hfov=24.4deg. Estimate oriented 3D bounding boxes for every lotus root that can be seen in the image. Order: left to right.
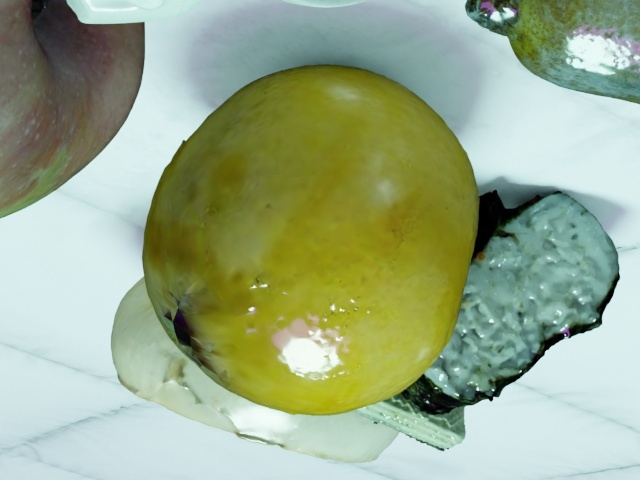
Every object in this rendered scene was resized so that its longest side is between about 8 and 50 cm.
[{"bbox_3d":[0.186,-0.133,0.934,0.192,0.088,0.113,12,163,-6],"label":"lotus root"}]

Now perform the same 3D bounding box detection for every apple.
[{"bbox_3d":[-0.241,-0.133,0.840,0.235,0.305,0.306,7,157,21],"label":"apple"}]

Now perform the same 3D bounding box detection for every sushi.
[{"bbox_3d":[0.142,0.048,1.249,0.147,0.212,0.115,50,163,-1],"label":"sushi"}]

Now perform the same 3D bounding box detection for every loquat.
[{"bbox_3d":[0.000,0.000,1.093,0.263,0.263,0.263,8,157,3],"label":"loquat"}]

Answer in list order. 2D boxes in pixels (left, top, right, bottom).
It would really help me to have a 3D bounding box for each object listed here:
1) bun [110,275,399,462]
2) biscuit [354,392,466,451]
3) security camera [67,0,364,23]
[{"bbox_3d":[-0.049,0.091,1.404,0.299,0.164,0.299,16,-178,-1],"label":"bun"},{"bbox_3d":[0.074,0.086,1.336,0.121,0.199,0.040,26,131,-27],"label":"biscuit"},{"bbox_3d":[-0.019,-0.208,0.704,0.236,0.194,0.194,-10,161,-17],"label":"security camera"}]
